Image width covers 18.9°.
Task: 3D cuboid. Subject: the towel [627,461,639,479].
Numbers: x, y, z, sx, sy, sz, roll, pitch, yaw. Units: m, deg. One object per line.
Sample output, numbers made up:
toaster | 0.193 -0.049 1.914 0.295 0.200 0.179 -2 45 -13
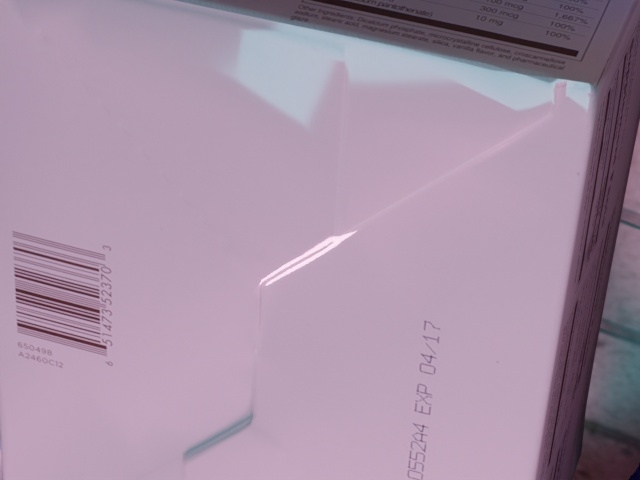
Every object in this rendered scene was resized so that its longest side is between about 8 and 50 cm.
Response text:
towel | 0.280 0.143 0.802 0.308 0.076 0.227 26 132 0

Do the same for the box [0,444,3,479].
box | -0.161 0.124 1.019 0.178 0.042 0.109 -1 132 27

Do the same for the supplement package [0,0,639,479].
supplement package | 0.000 0.000 0.698 0.204 0.145 0.261 14 127 13
